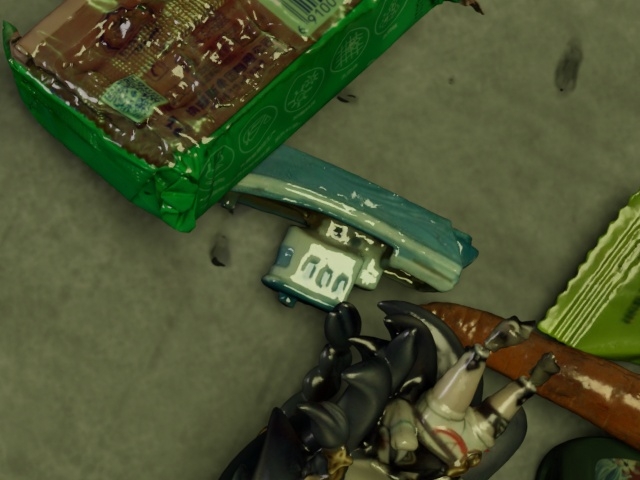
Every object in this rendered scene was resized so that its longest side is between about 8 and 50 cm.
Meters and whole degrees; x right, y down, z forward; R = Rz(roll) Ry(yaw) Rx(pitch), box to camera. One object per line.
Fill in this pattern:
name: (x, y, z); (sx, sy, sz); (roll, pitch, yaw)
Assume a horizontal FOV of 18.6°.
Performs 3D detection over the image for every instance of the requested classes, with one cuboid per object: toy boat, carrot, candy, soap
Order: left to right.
soap: (-0.056, -0.147, 1.335); (0.218, 0.098, 0.273); (38, 69, 22)
toy boat: (0.000, 0.000, 1.371); (0.215, 0.088, 0.102); (26, 83, -10)
carrot: (0.166, 0.092, 1.408); (0.224, 0.057, 0.057); (25, 79, 8)
candy: (0.299, 0.069, 1.445); (0.246, 0.069, 0.149); (33, 82, -8)

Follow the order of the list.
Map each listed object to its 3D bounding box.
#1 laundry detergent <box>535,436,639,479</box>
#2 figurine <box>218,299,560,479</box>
laundry detergent: (0.261, 0.228, 1.412); (0.222, 0.078, 0.144); (17, 65, -13)
figurine: (0.034, 0.155, 1.306); (0.175, 0.197, 0.265); (44, 80, -8)
